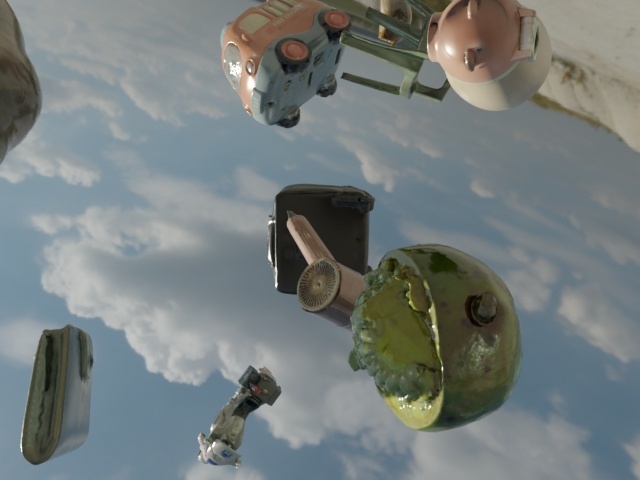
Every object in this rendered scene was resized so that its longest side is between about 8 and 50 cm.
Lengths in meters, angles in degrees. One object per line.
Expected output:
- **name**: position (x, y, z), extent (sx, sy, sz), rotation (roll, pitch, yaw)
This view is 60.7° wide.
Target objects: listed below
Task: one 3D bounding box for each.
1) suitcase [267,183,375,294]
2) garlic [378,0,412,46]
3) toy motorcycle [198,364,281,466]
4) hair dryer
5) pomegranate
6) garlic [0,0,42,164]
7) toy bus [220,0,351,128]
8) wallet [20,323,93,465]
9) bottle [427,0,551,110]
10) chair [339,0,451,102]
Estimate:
- **suitcase**: position (0.000, 0.000, 1.711), extent (0.338, 0.346, 0.188), rotation (1, -166, 0)
- **garlic**: position (0.184, -0.551, 1.330), extent (0.084, 0.152, 0.066), rotation (-12, -153, -28)
- **toy motorcycle**: position (-0.162, 0.351, 1.075), extent (0.102, 0.221, 0.150), rotation (40, 166, -14)
- **hair dryer**: position (0.011, 0.040, 1.097), extent (0.189, 0.107, 0.344), rotation (29, -160, -41)
- **pomegranate**: position (0.155, 0.142, 0.808), extent (0.260, 0.261, 0.341), rotation (18, 164, -4)
- **garlic**: position (-0.417, -0.167, 0.492), extent (0.259, 0.318, 0.317), rotation (-16, -176, 29)
- **toy bus**: position (-0.082, -0.397, 1.143), extent (0.232, 0.194, 0.287), rotation (41, -118, 10)
- **wallet**: position (-0.506, 0.300, 1.095), extent (0.083, 0.253, 0.360), rotation (4, 163, -14)
- **bottle**: position (0.228, -0.262, 0.744), extent (0.147, 0.148, 0.236), rotation (28, -162, 22)
- **chair**: position (0.194, -0.369, 1.019), extent (0.274, 0.191, 0.203), rotation (22, 176, 3)
